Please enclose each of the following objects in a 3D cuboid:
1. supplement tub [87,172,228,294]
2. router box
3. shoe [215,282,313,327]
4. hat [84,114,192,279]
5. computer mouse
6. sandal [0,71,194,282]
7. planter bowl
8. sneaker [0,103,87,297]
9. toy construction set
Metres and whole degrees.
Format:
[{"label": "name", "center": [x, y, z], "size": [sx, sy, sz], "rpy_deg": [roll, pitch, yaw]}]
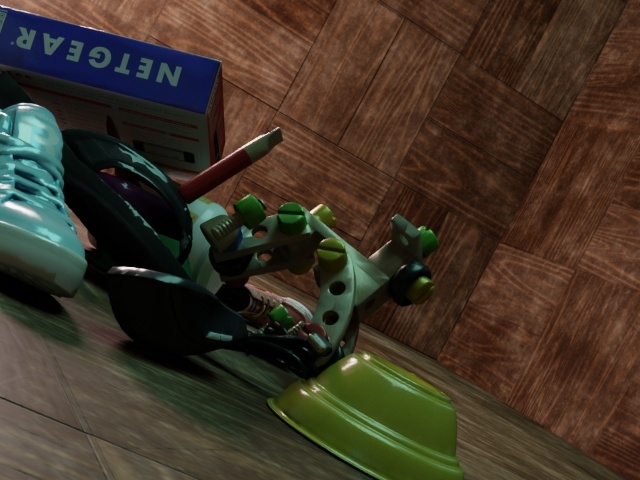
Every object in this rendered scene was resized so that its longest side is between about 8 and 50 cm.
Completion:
[{"label": "supplement tub", "center": [-0.225, -0.012, 1.664], "size": [0.199, 0.144, 0.144], "rpy_deg": [28, 0, 8]}, {"label": "router box", "center": [-0.305, -0.196, 1.593], "size": [0.335, 0.082, 0.301], "rpy_deg": [14, -16, -1]}, {"label": "shoe", "center": [-0.097, 0.108, 1.789], "size": [0.178, 0.063, 0.081], "rpy_deg": [23, 1, 2]}, {"label": "hat", "center": [-0.207, -0.027, 1.519], "size": [0.208, 0.183, 0.173], "rpy_deg": [28, -2, -44]}, {"label": "computer mouse", "center": [-0.090, 0.093, 1.064], "size": [0.184, 0.060, 0.262], "rpy_deg": [10, -14, 14]}, {"label": "sandal", "center": [-0.259, -0.074, 1.391], "size": [0.446, 0.107, 0.167], "rpy_deg": [45, -17, 23]}, {"label": "planter bowl", "center": [0.064, 0.169, 1.099], "size": [0.217, 0.090, 0.217], "rpy_deg": [28, -1, 1]}, {"label": "sneaker", "center": [-0.302, -0.062, 1.082], "size": [0.135, 0.150, 0.366], "rpy_deg": [27, 0, -38]}, {"label": "toy construction set", "center": [0.000, 0.000, 1.368], "size": [0.257, 0.237, 0.309], "rpy_deg": [37, -21, 56]}]
